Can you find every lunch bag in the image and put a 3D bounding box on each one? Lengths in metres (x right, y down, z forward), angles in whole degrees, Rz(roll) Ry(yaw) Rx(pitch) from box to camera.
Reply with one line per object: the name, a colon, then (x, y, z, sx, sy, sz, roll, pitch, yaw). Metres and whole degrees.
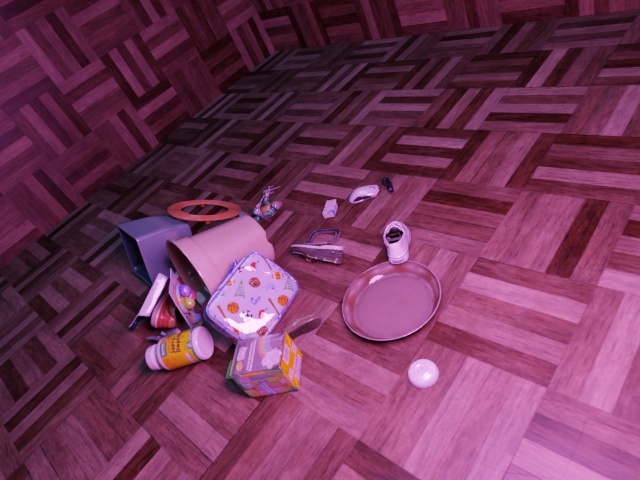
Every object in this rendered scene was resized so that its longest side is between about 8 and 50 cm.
lunch bag: (-0.232, 0.193, 1.545, 0.303, 0.243, 0.115, -54, 2, -30)

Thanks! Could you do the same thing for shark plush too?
shark plush: (-0.572, 0.350, 1.708, 0.161, 0.067, 0.073, 0, 46, 32)

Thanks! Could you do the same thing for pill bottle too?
pill bottle: (-0.486, 0.377, 1.583, 0.209, 0.117, 0.117, -19, 38, 12)

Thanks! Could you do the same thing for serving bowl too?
serving bowl: (0.270, 0.348, 1.220, 0.083, 0.027, 0.083, -18, 38, 15)

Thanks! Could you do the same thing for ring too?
ring: (-0.542, -0.136, 2.163, 0.337, 0.032, 0.336, 3, 18, -1)

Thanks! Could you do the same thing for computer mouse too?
computer mouse: (0.204, -0.206, 1.896, 0.193, 0.042, 0.106, -18, 39, 13)

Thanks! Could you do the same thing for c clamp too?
c clamp: (0.000, 0.000, 1.804, 0.161, 0.022, 0.137, -8, 36, 26)

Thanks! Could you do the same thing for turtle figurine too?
turtle figurine: (-0.258, -0.136, 2.043, 0.234, 0.118, 0.175, -31, 19, 21)

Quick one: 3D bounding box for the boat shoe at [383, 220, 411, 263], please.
boat shoe: (0.261, -0.018, 1.573, 0.095, 0.084, 0.258, -15, 25, 10)

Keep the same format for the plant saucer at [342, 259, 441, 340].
plant saucer: (0.220, 0.189, 1.421, 0.311, 0.050, 0.310, -18, 38, 14)

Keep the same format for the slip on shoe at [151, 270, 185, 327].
slip on shoe: (-0.560, 0.220, 1.836, 0.101, 0.123, 0.331, 14, 40, 0)

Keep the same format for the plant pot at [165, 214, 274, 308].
plant pot: (-0.355, 0.066, 1.732, 0.305, 0.333, 0.334, -34, 36, -26)

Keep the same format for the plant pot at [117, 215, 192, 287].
plant pot: (-0.702, 0.021, 2.042, 0.252, 0.247, 0.247, -28, 32, -31)

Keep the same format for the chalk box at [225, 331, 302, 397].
chalk box: (-0.179, 0.378, 1.382, 0.213, 0.132, 0.132, -15, 40, 19)

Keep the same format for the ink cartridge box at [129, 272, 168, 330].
ink cartridge box: (-0.658, 0.249, 1.785, 0.224, 0.045, 0.223, -67, 12, -19)

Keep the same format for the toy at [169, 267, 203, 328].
toy: (-0.476, 0.220, 1.668, 0.056, 0.237, 0.137, -16, 37, -5)

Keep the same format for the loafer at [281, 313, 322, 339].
loafer: (-0.066, 0.273, 1.493, 0.148, 0.056, 0.050, -26, 43, 2)

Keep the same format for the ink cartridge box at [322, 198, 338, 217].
ink cartridge box: (0.042, -0.133, 1.922, 0.048, 0.028, 0.083, -7, 42, 25)

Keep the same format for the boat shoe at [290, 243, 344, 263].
boat shoe: (-0.018, 0.049, 1.707, 0.228, 0.081, 0.068, 2, 91, 35)
